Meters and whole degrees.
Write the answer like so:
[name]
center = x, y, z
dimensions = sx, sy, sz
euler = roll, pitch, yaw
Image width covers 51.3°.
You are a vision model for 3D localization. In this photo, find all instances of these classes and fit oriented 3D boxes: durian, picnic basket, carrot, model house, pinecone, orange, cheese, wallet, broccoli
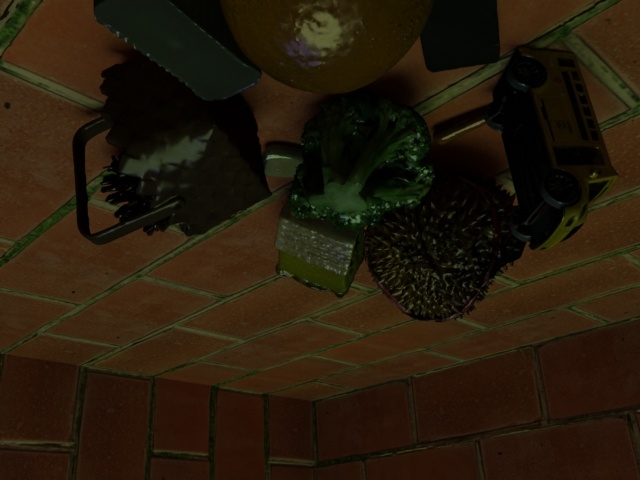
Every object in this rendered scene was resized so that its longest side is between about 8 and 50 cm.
[durian]
center = 0.262, 0.003, 1.423
dimensions = 0.384, 0.348, 0.347
euler = 12, 152, -44
[picnic basket]
center = -0.270, -0.148, 1.134
dimensions = 0.321, 0.254, 0.291
euler = -22, 150, 8
[carrot]
center = 0.303, -0.231, 1.278
dimensions = 0.190, 0.037, 0.037
euler = -20, 150, 29
[model house]
center = 0.000, 0.000, 1.518
dimensions = 0.193, 0.175, 0.234
euler = 22, 161, 10
[pinecone]
center = -0.364, -0.105, 1.344
dimensions = 0.163, 0.163, 0.165
euler = -21, 131, 33
[orange]
center = 0.009, -0.312, 0.805
dimensions = 0.274, 0.274, 0.274
euler = -2, 155, -1
[cheese]
center = -0.030, -0.159, 1.392
dimensions = 0.192, 0.037, 0.097
euler = 5, 155, -15
[wallet]
center = 0.211, -0.341, 1.029
dimensions = 0.124, 0.025, 0.244
euler = -6, 161, 15
[broccoli]
center = 0.073, -0.132, 1.204
dimensions = 0.265, 0.245, 0.294
euler = 40, 135, -7

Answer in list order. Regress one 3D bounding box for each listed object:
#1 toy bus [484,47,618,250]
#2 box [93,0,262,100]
[toy bus]
center = 0.385, -0.153, 1.108
dimensions = 0.151, 0.331, 0.145
euler = -2, 155, -10
[box]
center = -0.181, -0.323, 0.865
dimensions = 0.138, 0.178, 0.274
euler = -19, 151, 30
